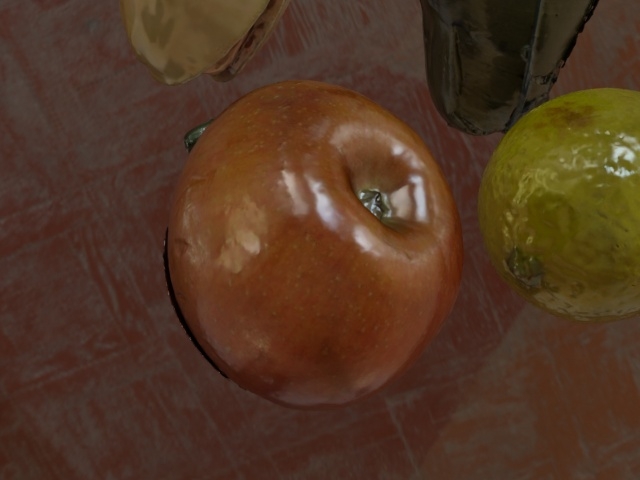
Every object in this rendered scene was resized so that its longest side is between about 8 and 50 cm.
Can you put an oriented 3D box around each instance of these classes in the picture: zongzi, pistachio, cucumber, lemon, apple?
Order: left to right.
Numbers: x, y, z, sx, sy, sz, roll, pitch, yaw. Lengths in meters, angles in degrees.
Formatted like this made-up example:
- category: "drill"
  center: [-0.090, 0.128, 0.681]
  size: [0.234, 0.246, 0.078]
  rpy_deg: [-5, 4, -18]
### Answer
- category: "pistachio"
  center: [-0.136, -0.340, 1.438]
  size: [0.229, 0.230, 0.309]
  rpy_deg: [20, 126, -14]
- category: "cucumber"
  center: [-0.146, -0.153, 1.634]
  size: [0.107, 0.035, 0.067]
  rpy_deg: [-14, 81, -18]
- category: "apple"
  center: [0.000, 0.000, 0.922]
  size: [0.251, 0.272, 0.206]
  rpy_deg: [21, 141, -14]
- category: "zongzi"
  center: [0.135, -0.285, 1.227]
  size: [0.392, 0.174, 0.356]
  rpy_deg: [0, 127, -27]
- category: "lemon"
  center: [0.293, -0.037, 1.155]
  size: [0.267, 0.267, 0.267]
  rpy_deg: [-2, 115, -4]
